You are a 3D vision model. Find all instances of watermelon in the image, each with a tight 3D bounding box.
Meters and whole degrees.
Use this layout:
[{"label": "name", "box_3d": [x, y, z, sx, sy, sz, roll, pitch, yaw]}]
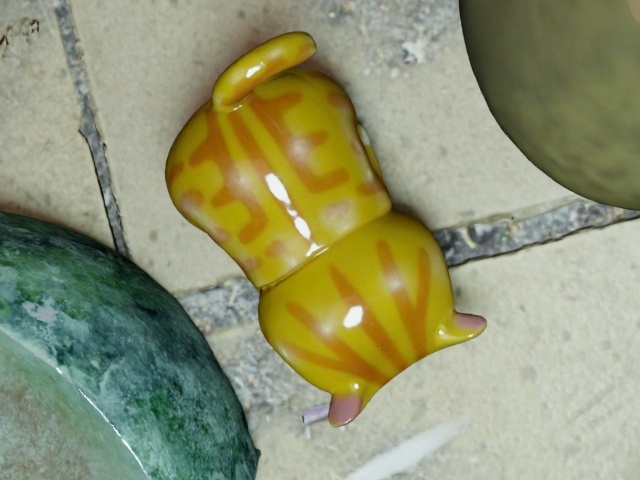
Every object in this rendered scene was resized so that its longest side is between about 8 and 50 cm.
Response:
[{"label": "watermelon", "box_3d": [-0.242, 0.135, 1.280, 0.387, 0.228, 0.258, 42, 111, 6]}]

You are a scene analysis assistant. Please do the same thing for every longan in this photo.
[{"label": "longan", "box_3d": [0.248, -0.187, 1.018, 0.288, 0.288, 0.350, 31, 107, 17]}]

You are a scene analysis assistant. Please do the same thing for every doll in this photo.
[{"label": "doll", "box_3d": [-0.004, -0.009, 1.201, 0.166, 0.162, 0.269, -34, 92, 6]}]
